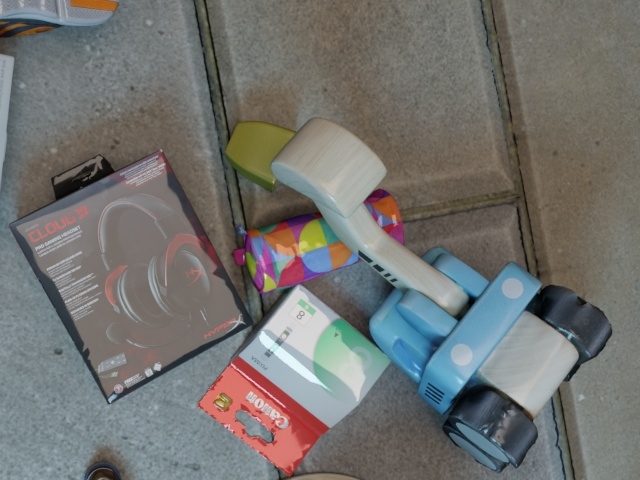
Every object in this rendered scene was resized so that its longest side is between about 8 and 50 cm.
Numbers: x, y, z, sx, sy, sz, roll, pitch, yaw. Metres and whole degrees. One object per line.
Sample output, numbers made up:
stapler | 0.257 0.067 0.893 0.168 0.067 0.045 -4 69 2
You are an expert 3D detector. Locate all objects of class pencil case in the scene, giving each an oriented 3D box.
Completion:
pencil case | 0.000 0.000 1.209 0.236 0.104 0.104 -15 92 -15

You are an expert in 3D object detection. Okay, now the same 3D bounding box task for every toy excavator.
toy excavator | 0.137 0.072 1.124 0.445 0.433 0.222 36 77 15

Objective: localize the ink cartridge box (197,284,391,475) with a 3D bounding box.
ink cartridge box | -0.036 0.200 1.219 0.181 0.056 0.224 40 78 -10

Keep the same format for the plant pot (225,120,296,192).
plant pot | -0.088 -0.125 1.202 0.083 0.081 0.081 23 83 -1

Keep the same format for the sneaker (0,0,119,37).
sneaker | -0.427 -0.305 1.051 0.321 0.180 0.124 2 89 -41

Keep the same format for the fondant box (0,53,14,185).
fondant box | -0.553 -0.134 1.013 0.330 0.096 0.238 7 87 -36

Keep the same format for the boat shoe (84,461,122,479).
boat shoe | -0.272 0.391 1.144 0.066 0.066 0.183 -26 95 -13

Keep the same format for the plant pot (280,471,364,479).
plant pot | 0.033 0.502 1.098 0.334 0.305 0.333 0 89 -15

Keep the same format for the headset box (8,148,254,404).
headset box | -0.256 0.032 1.135 0.218 0.110 0.293 -28 96 -13
